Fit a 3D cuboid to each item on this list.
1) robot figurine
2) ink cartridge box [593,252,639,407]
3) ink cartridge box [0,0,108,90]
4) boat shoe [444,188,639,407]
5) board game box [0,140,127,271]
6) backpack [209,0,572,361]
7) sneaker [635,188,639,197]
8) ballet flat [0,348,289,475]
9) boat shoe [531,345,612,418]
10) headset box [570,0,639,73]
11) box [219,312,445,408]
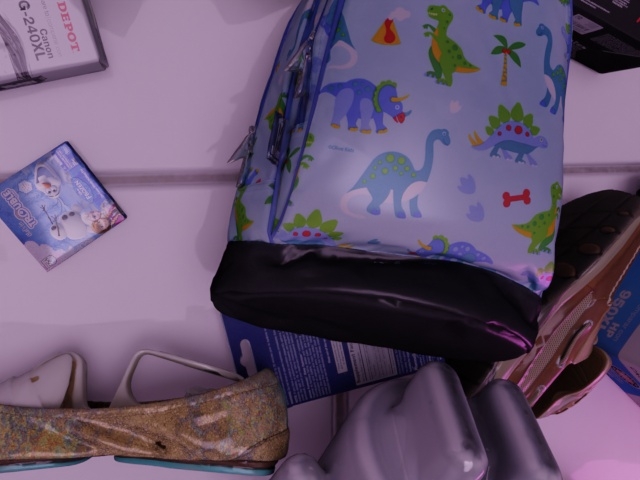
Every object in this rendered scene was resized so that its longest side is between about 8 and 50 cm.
[{"bbox_3d":[0.076,0.280,0.537,0.300,0.199,0.353,19,120,-11],"label":"robot figurine"},{"bbox_3d":[0.515,0.176,0.571,0.285,0.395,0.166,41,87,-17],"label":"ink cartridge box"},{"bbox_3d":[-0.274,-0.188,0.464,0.151,0.063,0.109,-16,103,-12],"label":"ink cartridge box"},{"bbox_3d":[0.260,0.087,0.640,0.120,0.122,0.324,39,95,-23],"label":"boat shoe"},{"bbox_3d":[-0.250,-0.032,0.520,0.090,0.020,0.090,-36,107,-6],"label":"board game box"},{"bbox_3d":[0.077,-0.099,0.483,0.291,0.273,0.355,13,66,-8],"label":"backpack"},{"bbox_3d":[0.448,-0.017,0.626,0.121,0.216,0.079,4,120,-11],"label":"sneaker"},{"bbox_3d":[-0.203,0.160,0.518,0.349,0.123,0.123,3,98,-7],"label":"ballet flat"},{"bbox_3d":[0.308,0.175,0.676,0.045,0.050,0.135,9,136,-28],"label":"boat shoe"},{"bbox_3d":[0.306,-0.360,0.574,0.218,0.110,0.292,18,94,-17],"label":"headset box"},{"bbox_3d":[0.015,0.100,0.599,0.226,0.036,0.136,-14,102,-7],"label":"box"}]
